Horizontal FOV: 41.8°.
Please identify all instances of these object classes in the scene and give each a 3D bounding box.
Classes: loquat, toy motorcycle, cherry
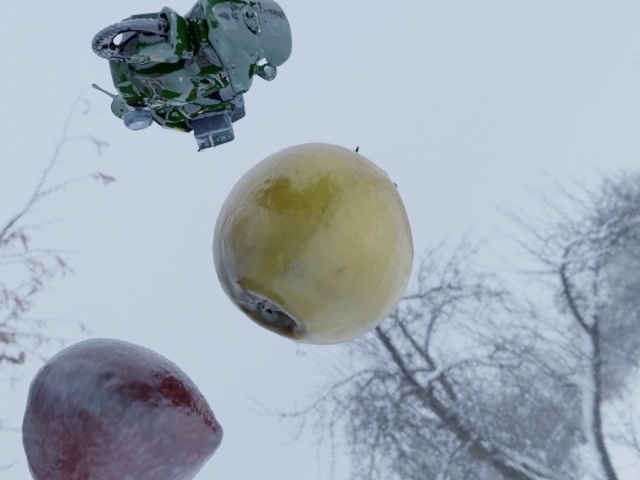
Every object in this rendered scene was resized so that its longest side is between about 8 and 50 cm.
[{"bbox_3d":[0.000,0.000,1.086,0.275,0.275,0.275,-43,-21,-21],"label":"loquat"},{"bbox_3d":[-0.122,-0.179,0.869,0.187,0.124,0.274,-12,-9,-5],"label":"toy motorcycle"},{"bbox_3d":[-0.266,0.244,1.097,0.203,0.300,0.230,5,-96,-66],"label":"cherry"}]

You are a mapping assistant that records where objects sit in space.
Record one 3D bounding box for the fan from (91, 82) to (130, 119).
[{"bbox_3d":[-0.239,-0.169,1.014,0.083,0.004,0.056,28,-49,-31],"label":"fan"}]
